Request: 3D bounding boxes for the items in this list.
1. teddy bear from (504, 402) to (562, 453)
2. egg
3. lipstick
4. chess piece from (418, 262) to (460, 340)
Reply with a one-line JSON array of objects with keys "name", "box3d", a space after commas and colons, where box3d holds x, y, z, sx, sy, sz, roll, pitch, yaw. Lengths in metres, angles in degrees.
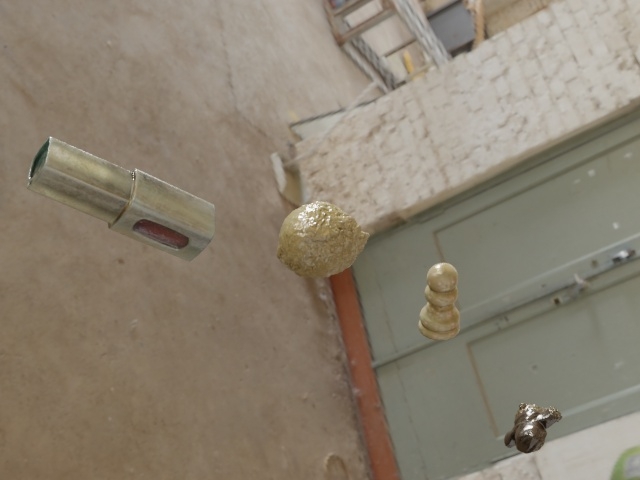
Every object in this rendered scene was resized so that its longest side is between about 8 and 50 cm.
[{"name": "teddy bear", "box3d": [0.395, 0.343, 1.503, 0.078, 0.119, 0.160, 55, 21, 9]}, {"name": "egg", "box3d": [0.000, 0.000, 1.187, 0.140, 0.118, 0.116, -15, 106, -42]}, {"name": "lipstick", "box3d": [-0.268, -0.057, 1.100, 0.252, 0.079, 0.077, 27, 39, -33]}, {"name": "chess piece", "box3d": [0.263, 0.124, 1.753, 0.094, 0.094, 0.171, -77, 167, -59]}]
